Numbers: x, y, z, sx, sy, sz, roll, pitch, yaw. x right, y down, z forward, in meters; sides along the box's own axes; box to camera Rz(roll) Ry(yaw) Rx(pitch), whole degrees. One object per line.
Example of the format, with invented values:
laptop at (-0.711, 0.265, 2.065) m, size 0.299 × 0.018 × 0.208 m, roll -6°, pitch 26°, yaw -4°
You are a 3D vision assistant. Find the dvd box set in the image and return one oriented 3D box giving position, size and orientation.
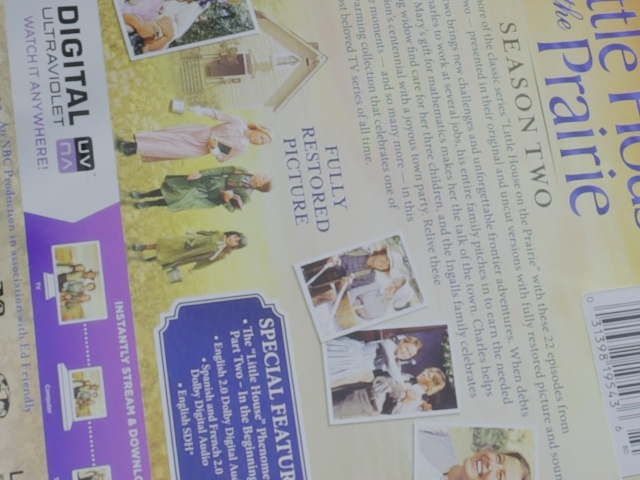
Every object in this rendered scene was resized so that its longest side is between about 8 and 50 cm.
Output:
dvd box set at (0.000, 0.000, 0.504) m, size 0.420 × 0.308 × 0.062 m, roll -7°, pitch 168°, yaw -12°
